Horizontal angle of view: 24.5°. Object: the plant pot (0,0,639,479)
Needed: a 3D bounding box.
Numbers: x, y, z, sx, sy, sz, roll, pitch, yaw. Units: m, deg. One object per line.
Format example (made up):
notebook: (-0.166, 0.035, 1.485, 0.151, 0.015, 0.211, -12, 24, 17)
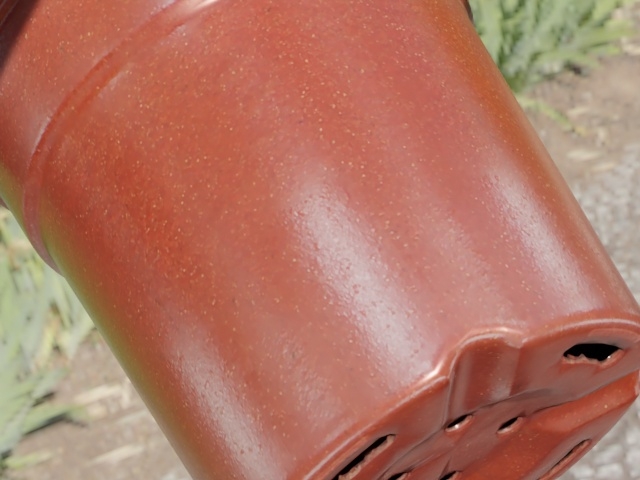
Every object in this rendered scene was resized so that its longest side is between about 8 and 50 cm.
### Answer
plant pot: (0.000, 0.000, 0.689, 0.272, 0.272, 0.265, -22, 60, -15)
